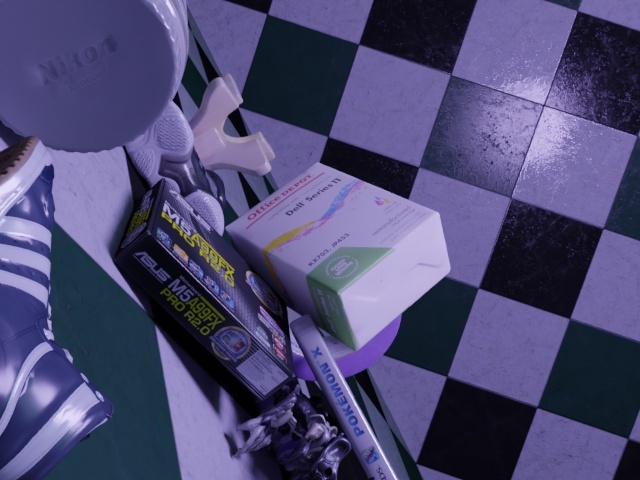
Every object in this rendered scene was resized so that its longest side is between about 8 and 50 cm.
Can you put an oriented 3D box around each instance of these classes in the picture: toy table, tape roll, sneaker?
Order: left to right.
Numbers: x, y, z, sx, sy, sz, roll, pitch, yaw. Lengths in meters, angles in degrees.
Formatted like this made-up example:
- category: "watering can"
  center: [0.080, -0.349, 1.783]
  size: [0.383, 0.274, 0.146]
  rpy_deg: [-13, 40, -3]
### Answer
- category: "sneaker"
  center: [-0.211, 0.047, 0.542]
  size: [0.153, 0.099, 0.282]
  rpy_deg: [55, 15, -29]
- category: "sneaker"
  center: [-0.227, -0.117, 1.267]
  size: [0.153, 0.101, 0.268]
  rpy_deg: [-92, 161, -80]
- category: "toy table"
  center: [-0.205, -0.198, 1.542]
  size: [0.252, 0.161, 0.274]
  rpy_deg: [65, 6, 20]
- category: "tape roll"
  center: [0.004, 0.113, 1.426]
  size: [0.274, 0.275, 0.090]
  rpy_deg: [62, 6, -22]

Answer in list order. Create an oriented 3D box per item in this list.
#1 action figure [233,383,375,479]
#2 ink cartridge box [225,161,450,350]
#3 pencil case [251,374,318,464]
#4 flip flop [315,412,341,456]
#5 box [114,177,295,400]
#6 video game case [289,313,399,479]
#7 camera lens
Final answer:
- category: "action figure"
  center: [-0.034, 0.274, 1.038]
  size: [0.164, 0.141, 0.276]
  rpy_deg: [54, -8, -20]
- category: "ink cartridge box"
  center: [0.000, 0.000, 1.230]
  size: [0.353, 0.207, 0.119]
  rpy_deg: [27, -34, 46]
- category: "pencil case"
  center: [-0.059, 0.238, 1.217]
  size: [0.086, 0.088, 0.206]
  rpy_deg: [92, -22, -67]
- category: "flip flop"
  center: [-0.001, 0.334, 1.357]
  size: [0.277, 0.080, 0.112]
  rpy_deg: [50, 17, -79]
- category: "box"
  center: [-0.147, 0.059, 1.060]
  size: [0.270, 0.060, 0.216]
  rpy_deg: [48, 11, -19]
- category: "video game case"
  center: [0.046, 0.277, 1.202]
  size: [0.300, 0.036, 0.329]
  rpy_deg: [61, -6, 16]
- category: "camera lens"
  center: [-0.256, -0.246, 0.863]
  size: [0.274, 0.219, 0.219]
  rpy_deg: [-106, 168, -53]
